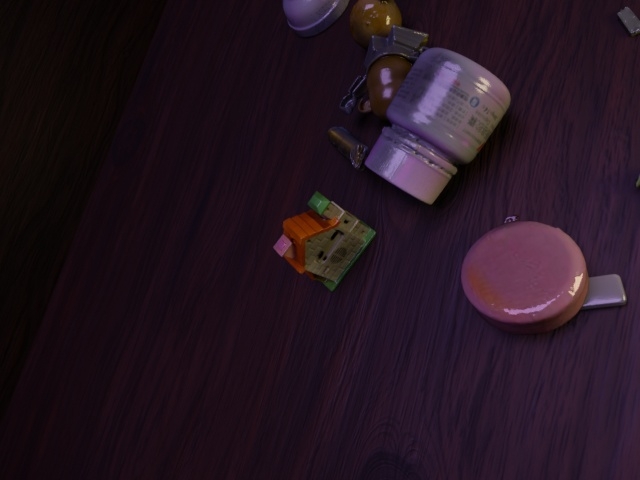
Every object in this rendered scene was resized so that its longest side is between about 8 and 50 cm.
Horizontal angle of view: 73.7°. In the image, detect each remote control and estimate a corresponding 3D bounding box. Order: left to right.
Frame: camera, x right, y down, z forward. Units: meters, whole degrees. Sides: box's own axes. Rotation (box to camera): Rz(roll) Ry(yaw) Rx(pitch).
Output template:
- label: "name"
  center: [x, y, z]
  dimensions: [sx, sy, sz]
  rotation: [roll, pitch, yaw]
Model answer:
- label: "remote control"
  center: [0.496, 0.124, 0.916]
  dimensions: [0.261, 0.029, 0.067]
  rotation: [-14, 57, 30]

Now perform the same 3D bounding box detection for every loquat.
- label: "loquat"
  center: [0.179, -0.708, 1.371]
  dimensions: [0.149, 0.204, 0.172]
  rotation: [-36, 74, -28]

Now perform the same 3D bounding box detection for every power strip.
- label: "power strip"
  center: [0.721, -0.512, 0.995]
  dimensions: [0.027, 0.017, 0.083]
  rotation: [-24, 60, 26]

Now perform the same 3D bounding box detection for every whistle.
- label: "whistle"
  center: [0.080, -0.285, 1.274]
  dimensions: [0.326, 0.057, 0.068]
  rotation: [-114, 42, -63]

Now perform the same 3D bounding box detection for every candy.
- label: "candy"
  center: [0.430, 0.070, 0.913]
  dimensions: [0.255, 0.094, 0.255]
  rotation: [-21, 48, 25]

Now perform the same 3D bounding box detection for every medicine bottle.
- label: "medicine bottle"
  center: [0.282, -0.278, 1.078]
  dimensions: [0.256, 0.256, 0.324]
  rotation: [43, 107, 39]

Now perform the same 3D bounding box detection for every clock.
- label: "clock"
  center: [0.000, 0.000, 1.180]
  dimensions: [0.219, 0.255, 0.106]
  rotation: [-53, 51, 7]

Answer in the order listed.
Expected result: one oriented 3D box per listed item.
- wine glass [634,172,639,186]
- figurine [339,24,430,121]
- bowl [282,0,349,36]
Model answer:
- label: "wine glass"
  center: [0.703, -0.096, 0.820]
  dimensions: [0.073, 0.073, 0.155]
  rotation: [-51, 48, 10]
- label: "figurine"
  center: [0.212, -0.480, 1.265]
  dimensions: [0.342, 0.167, 0.284]
  rotation: [-32, 46, 48]
- label: "bowl"
  center: [-0.037, -0.952, 1.643]
  dimensions: [0.287, 0.144, 0.287]
  rotation: [-14, 65, 33]
